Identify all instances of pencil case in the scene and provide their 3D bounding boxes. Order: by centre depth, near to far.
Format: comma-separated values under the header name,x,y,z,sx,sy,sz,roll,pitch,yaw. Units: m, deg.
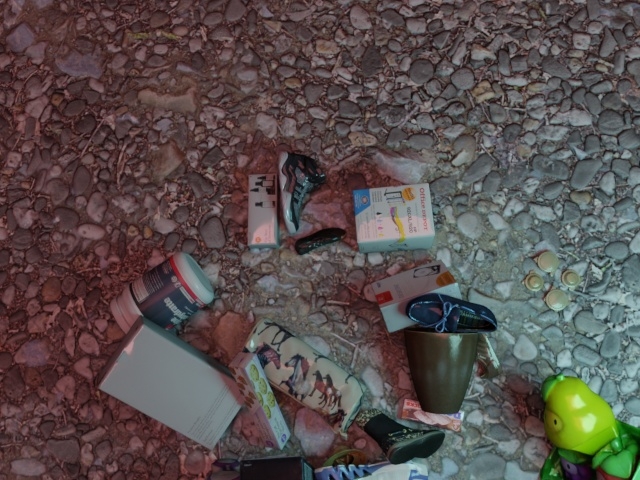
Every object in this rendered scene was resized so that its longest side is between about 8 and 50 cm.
name,x,y,z,sx,sy,sz,roll,pitch,yaw
pencil case,-0.053,0.409,1.800,0.410,0.160,0.184,32,73,12

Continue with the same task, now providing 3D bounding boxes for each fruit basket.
name,x,y,z,sx,sy,sz,roll,pitch,yaw
fruit basket,0.696,0.541,1.575,0.392,0.392,0.283,31,83,12

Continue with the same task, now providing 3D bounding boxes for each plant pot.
name,x,y,z,sx,sy,sz,roll,pitch,yaw
plant pot,0.346,0.375,1.747,0.215,0.215,0.231,1,86,7

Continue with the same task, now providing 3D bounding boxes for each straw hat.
name,x,y,z,sx,sy,sz,roll,pitch,yaw
straw hat,0.064,0.641,1.785,0.144,0.144,0.061,-25,36,1

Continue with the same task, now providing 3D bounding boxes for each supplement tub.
name,x,y,z,sx,sy,sz,roll,pitch,yaw
supplement tub,-0.490,0.178,1.888,0.272,0.191,0.191,-34,76,-1

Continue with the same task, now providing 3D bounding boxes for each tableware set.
name,x,y,z,sx,sy,sz,roll,pitch,yaw
tableware set,0.706,0.123,1.842,0.168,0.020,0.141,41,87,12

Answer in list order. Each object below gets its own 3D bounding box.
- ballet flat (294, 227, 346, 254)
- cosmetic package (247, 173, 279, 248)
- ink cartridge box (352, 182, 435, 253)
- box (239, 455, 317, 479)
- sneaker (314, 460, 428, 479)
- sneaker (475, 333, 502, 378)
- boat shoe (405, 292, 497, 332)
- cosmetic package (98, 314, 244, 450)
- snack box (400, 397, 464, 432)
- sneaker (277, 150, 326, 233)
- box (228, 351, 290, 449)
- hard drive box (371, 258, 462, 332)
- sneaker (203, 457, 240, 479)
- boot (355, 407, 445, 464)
name,x,y,z,sx,sy,sz,roll,pitch,yaw
ballet flat,0.000,0.000,1.950,0.173,0.049,0.057,-17,44,-1
cosmetic package,-0.185,-0.096,1.977,0.098,0.060,0.239,-3,78,7
ink cartridge box,0.225,-0.065,1.864,0.232,0.168,0.171,-5,77,5
box,-0.104,0.761,1.632,0.182,0.294,0.296,-6,61,8
sneaker,0.142,0.720,1.692,0.315,0.127,0.182,-1,67,-10
sneaker,0.471,0.321,1.804,0.071,0.066,0.188,-25,76,2
boat shoe,0.367,0.202,1.673,0.258,0.089,0.109,2,109,-5
cosmetic package,-0.423,0.412,1.765,0.385,0.156,0.217,38,83,-16
snack box,0.332,0.520,1.801,0.178,0.022,0.064,10,78,9
sneaker,-0.055,-0.159,1.953,0.153,0.101,0.269,-5,89,-6
box,-0.173,0.466,1.748,0.063,0.067,0.324,-1,120,32
hard drive box,0.283,0.162,1.796,0.232,0.181,0.089,-20,110,2
sneaker,-0.266,0.715,1.695,0.114,0.305,0.152,3,83,-2
boot,0.233,0.550,1.752,0.178,0.236,0.085,33,113,44
